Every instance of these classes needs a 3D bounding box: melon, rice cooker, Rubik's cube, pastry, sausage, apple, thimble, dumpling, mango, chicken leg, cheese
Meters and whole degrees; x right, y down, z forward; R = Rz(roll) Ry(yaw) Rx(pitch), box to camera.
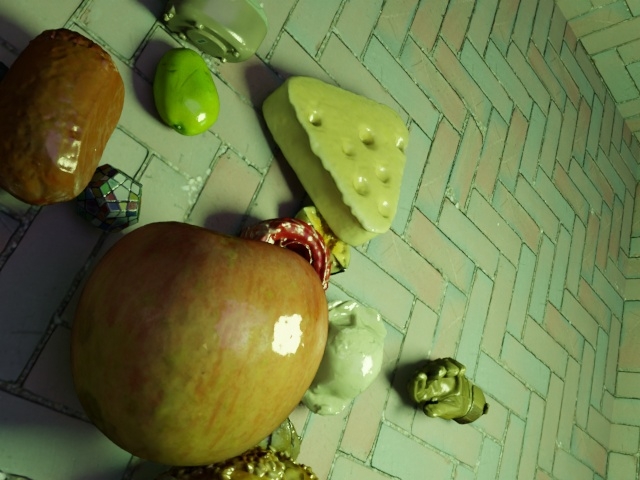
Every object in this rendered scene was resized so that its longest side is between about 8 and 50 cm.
[{"bbox_3d":[0.000,0.000,1.176,0.160,0.079,0.128,54,34,-4],"label":"melon"},{"bbox_3d":[-0.198,-0.421,1.008,0.206,0.145,0.127,22,80,-35],"label":"rice cooker"},{"bbox_3d":[-0.337,-0.067,0.864,0.111,0.093,0.111,6,81,-43],"label":"Rubik's cube"},{"bbox_3d":[-0.137,0.423,0.861,0.316,0.284,0.184,19,53,-32],"label":"pastry"},{"bbox_3d":[-0.388,-0.178,0.789,0.141,0.153,0.268,14,70,-5],"label":"sausage"},{"bbox_3d":[-0.179,0.149,0.800,0.364,0.364,0.363,7,79,-41],"label":"apple"},{"bbox_3d":[-0.071,0.050,1.045,0.163,0.125,0.189,-15,97,-24],"label":"thimble"},{"bbox_3d":[0.032,0.238,1.136,0.193,0.147,0.258,29,68,-2],"label":"dumpling"},{"bbox_3d":[-0.249,-0.270,0.984,0.117,0.089,0.163,-17,84,-34],"label":"mango"},{"bbox_3d":[-0.111,0.371,1.021,0.125,0.080,0.196,-46,114,-22],"label":"chicken leg"},{"bbox_3d":[0.066,-0.161,1.191,0.384,0.104,0.384,21,57,-36],"label":"cheese"}]

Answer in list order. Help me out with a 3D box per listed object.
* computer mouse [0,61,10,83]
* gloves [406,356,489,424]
[{"bbox_3d":[-0.512,-0.204,0.746,0.192,0.062,0.105,-40,111,-39],"label":"computer mouse"},{"bbox_3d":[0.309,0.373,1.360,0.154,0.141,0.331,-55,133,-3],"label":"gloves"}]
